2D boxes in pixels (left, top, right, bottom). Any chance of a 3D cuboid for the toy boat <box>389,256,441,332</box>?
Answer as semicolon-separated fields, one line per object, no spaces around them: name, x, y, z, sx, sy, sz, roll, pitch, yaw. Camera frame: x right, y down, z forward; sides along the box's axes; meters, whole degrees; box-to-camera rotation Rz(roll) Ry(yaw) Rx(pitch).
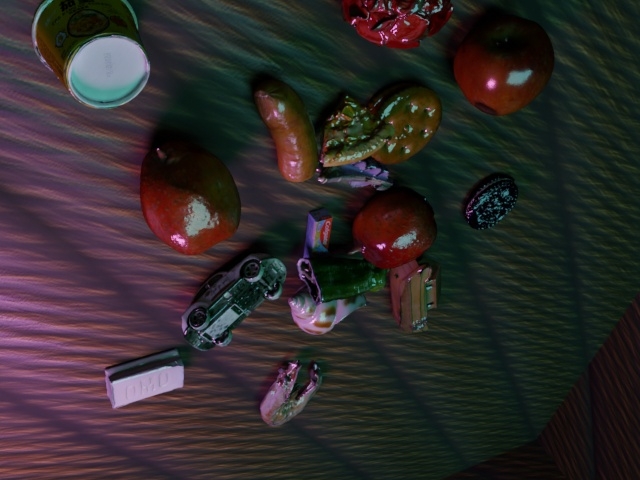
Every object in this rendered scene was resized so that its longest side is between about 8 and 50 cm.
toy boat;0.301;0.156;2.224;0.162;0.136;0.445;-24;146;-9

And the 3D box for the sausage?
sausage;-0.068;-0.240;1.534;0.109;0.109;0.270;-31;145;-6

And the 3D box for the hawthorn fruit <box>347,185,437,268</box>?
hawthorn fruit;0.179;-0.028;1.866;0.249;0.215;0.215;-23;141;-7

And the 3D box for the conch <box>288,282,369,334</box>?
conch;0.004;0.174;1.968;0.182;0.149;0.275;-34;177;28

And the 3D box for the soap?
soap;-0.470;0.370;1.906;0.198;0.063;0.115;-15;136;-25

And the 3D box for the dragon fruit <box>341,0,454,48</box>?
dragon fruit;0.163;-0.495;1.389;0.293;0.233;0.234;-39;157;-52

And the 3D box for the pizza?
pizza;0.074;-0.257;1.599;0.182;0.161;0.062;-13;174;-6

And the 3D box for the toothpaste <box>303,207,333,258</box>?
toothpaste;0.000;0.000;1.888;0.070;0.044;0.193;-17;139;-24

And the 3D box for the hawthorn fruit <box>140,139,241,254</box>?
hawthorn fruit;-0.275;-0.105;1.443;0.210;0.210;0.262;-27;134;-11

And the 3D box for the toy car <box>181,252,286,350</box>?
toy car;-0.228;0.141;1.800;0.306;0.125;0.136;-45;144;-4

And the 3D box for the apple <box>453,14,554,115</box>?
apple;0.429;-0.400;1.654;0.230;0.230;0.230;-21;140;-18

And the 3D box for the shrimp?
shrimp;-0.086;0.488;2.318;0.246;0.085;0.360;-23;145;-30

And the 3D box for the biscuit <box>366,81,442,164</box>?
biscuit;0.193;-0.284;1.718;0.220;0.066;0.220;-21;139;-20

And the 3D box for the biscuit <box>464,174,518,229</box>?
biscuit;0.515;-0.115;2.149;0.194;0.053;0.195;-22;141;-19

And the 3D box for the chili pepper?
chili pepper;0.080;0.095;1.902;0.270;0.136;0.099;-3;127;-35

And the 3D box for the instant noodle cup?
instant noodle cup;-0.374;-0.314;1.191;0.182;0.144;0.182;-21;140;-19

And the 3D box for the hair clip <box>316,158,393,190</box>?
hair clip;0.082;-0.165;1.746;0.292;0.085;0.106;6;141;-46
